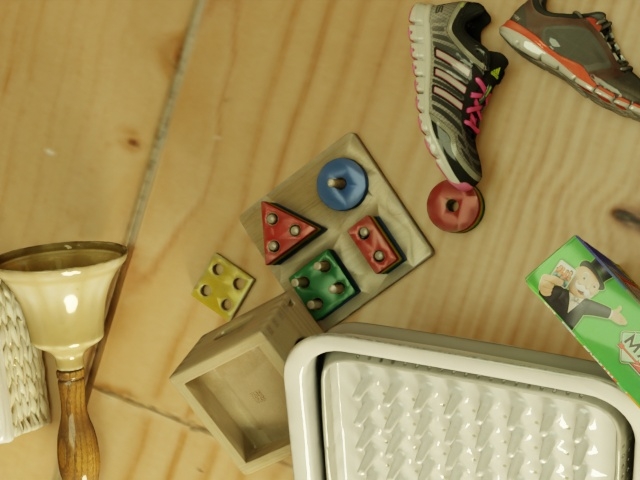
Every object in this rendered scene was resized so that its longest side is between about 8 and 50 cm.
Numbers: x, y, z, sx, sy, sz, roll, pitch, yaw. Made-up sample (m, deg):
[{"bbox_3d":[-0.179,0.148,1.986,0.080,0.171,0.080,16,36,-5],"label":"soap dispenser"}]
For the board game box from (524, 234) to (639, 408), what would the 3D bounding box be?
[{"bbox_3d":[0.251,0.099,0.959,0.046,0.317,0.213,-43,76,10],"label":"board game box"}]

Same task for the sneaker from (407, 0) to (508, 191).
[{"bbox_3d":[0.121,-0.126,1.140,0.074,0.063,0.170,-14,72,21],"label":"sneaker"}]

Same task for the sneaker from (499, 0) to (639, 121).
[{"bbox_3d":[0.222,-0.153,1.113,0.158,0.061,0.065,36,95,17],"label":"sneaker"}]

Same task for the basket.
[{"bbox_3d":[-0.329,0.110,1.290,0.113,0.103,0.167,-11,86,20],"label":"basket"}]

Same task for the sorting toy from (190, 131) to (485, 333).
[{"bbox_3d":[0.000,0.000,1.199,0.274,0.046,0.132,-36,77,17],"label":"sorting toy"}]

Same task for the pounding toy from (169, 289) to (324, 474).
[{"bbox_3d":[-0.023,0.116,1.174,0.141,0.100,0.130,-29,104,32],"label":"pounding toy"}]

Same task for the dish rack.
[{"bbox_3d":[0.121,0.207,1.077,0.285,0.072,0.333,9,125,21],"label":"dish rack"}]

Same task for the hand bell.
[{"bbox_3d":[-0.228,0.131,1.269,0.126,0.126,0.242,0,102,20],"label":"hand bell"}]
